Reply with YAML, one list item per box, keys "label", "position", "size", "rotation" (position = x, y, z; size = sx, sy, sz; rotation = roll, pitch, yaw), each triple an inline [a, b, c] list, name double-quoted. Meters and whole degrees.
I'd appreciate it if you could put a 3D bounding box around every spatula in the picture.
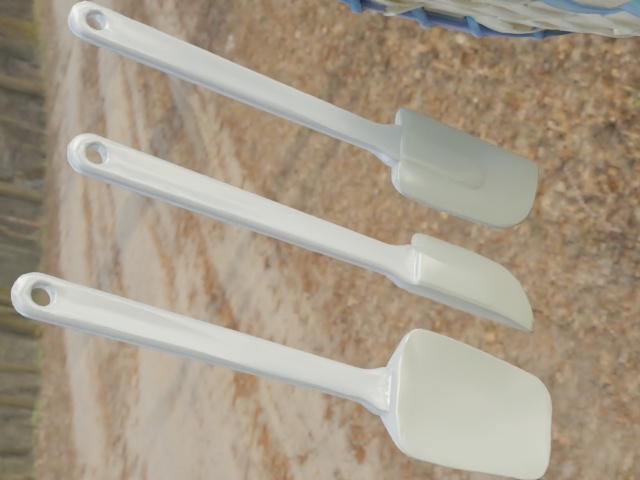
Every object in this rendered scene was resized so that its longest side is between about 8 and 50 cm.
- label: "spatula"
  position: [0.000, 0.000, 0.469]
  size: [0.019, 0.242, 0.168]
  rotation: [-31, 46, 53]

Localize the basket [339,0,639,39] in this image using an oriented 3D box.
- label: "basket"
  position: [0.075, -0.202, 0.541]
  size: [0.289, 0.255, 0.201]
  rotation: [29, 111, 56]
